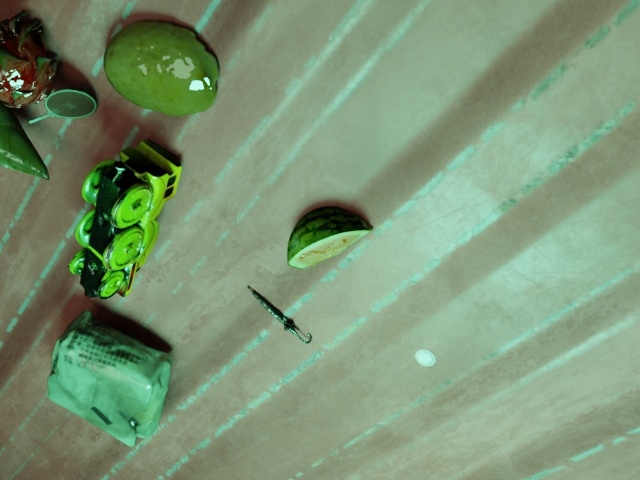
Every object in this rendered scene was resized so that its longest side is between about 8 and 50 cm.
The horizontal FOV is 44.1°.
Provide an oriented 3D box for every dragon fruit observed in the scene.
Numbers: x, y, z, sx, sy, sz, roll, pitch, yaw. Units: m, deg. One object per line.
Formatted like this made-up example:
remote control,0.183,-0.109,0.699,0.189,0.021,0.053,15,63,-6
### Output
dragon fruit,-0.491,-0.287,1.275,0.142,0.130,0.121,58,164,-12

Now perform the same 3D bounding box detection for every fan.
fan,-0.434,-0.218,1.312,0.133,0.005,0.085,-17,155,20

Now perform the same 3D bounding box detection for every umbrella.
umbrella,-0.077,0.134,1.392,0.148,0.022,0.022,38,89,1

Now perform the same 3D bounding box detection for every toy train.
toy train,-0.332,-0.024,1.334,0.100,0.160,0.296,36,129,14

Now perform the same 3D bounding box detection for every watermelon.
watermelon,-0.007,-0.012,1.241,0.163,0.086,0.069,-30,67,37

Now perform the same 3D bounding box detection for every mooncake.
mooncake,-0.424,0.273,1.600,0.254,0.136,0.250,29,132,2

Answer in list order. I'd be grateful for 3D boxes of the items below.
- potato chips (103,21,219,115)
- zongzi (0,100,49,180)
potato chips,-0.249,-0.255,1.203,0.201,0.049,0.150,10,131,15
zongzi,-0.607,-0.271,1.299,0.360,0.160,0.323,24,138,16
